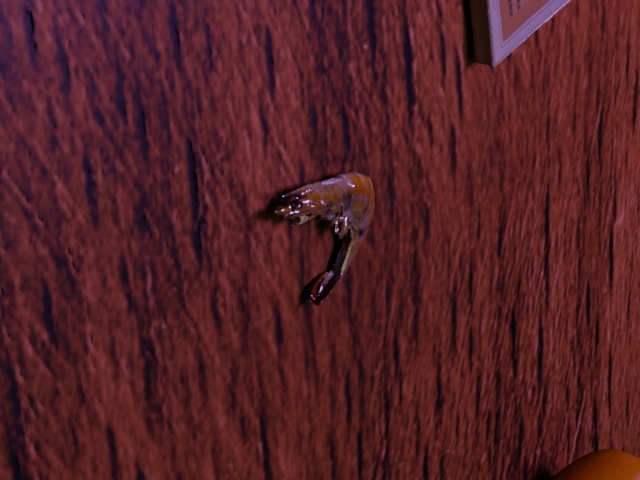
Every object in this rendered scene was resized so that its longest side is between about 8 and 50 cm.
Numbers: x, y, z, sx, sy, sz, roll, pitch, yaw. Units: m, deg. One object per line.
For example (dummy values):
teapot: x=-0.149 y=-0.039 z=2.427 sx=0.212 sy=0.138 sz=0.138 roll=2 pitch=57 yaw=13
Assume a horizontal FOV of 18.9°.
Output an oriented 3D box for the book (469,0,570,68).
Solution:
book: x=0.166 y=-0.243 z=1.300 sx=0.241 sy=0.018 sz=0.170 roll=-41 pitch=135 yaw=-42

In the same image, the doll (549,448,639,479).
doll: x=0.252 y=0.283 z=1.470 sx=0.213 sy=0.236 sz=0.213 roll=-27 pitch=127 yaw=-42

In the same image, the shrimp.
shrimp: x=0.000 y=0.000 z=1.152 sx=0.114 sy=0.023 sz=0.083 roll=-8 pitch=113 yaw=-60
